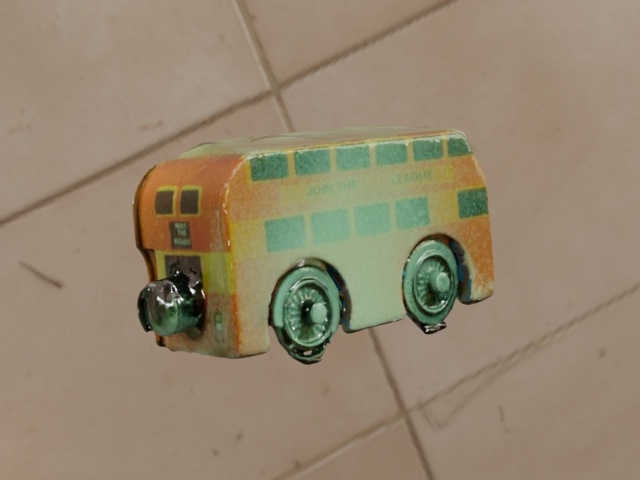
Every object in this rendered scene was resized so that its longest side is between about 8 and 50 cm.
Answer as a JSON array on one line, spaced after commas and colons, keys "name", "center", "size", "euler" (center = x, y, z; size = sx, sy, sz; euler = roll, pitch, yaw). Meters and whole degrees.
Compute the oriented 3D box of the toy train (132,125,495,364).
[{"name": "toy train", "center": [0.000, 0.000, 0.571], "size": [0.188, 0.072, 0.099], "euler": [-9, 100, -42]}]
